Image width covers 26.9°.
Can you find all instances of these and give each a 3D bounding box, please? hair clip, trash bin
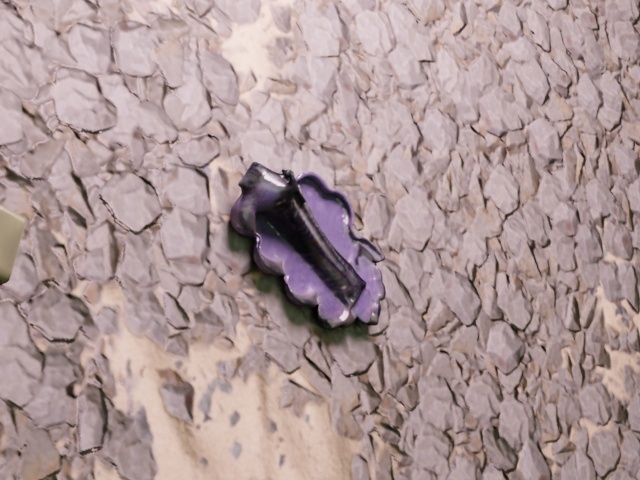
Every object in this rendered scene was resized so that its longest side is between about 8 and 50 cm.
[{"bbox_3d":[0.001,0.000,1.207,0.195,0.052,0.124,49,55,-26],"label":"hair clip"},{"bbox_3d":[-0.265,-0.009,0.972,0.092,0.043,0.061,27,59,-35],"label":"trash bin"}]
